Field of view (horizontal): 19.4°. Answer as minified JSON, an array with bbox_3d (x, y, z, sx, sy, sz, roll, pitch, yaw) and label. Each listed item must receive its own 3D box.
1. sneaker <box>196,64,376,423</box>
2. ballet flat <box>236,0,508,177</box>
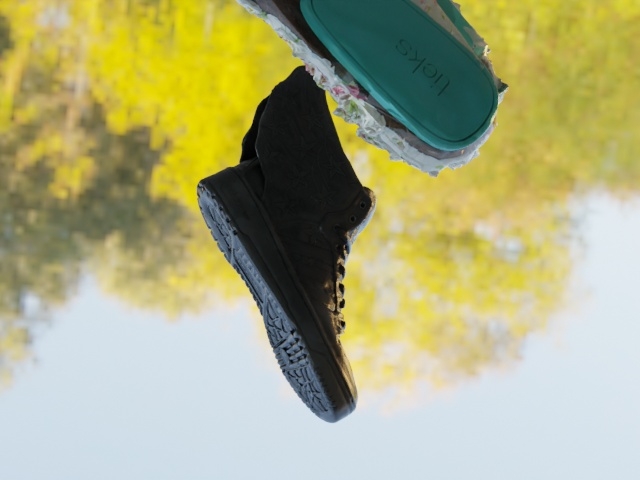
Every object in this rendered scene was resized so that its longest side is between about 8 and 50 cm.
[{"bbox_3d":[-0.001,0.001,0.961,0.089,0.170,0.051,-28,177,-22],"label":"sneaker"},{"bbox_3d":[-0.014,-0.124,0.807,0.091,0.241,0.077,-41,-163,-15],"label":"ballet flat"}]
